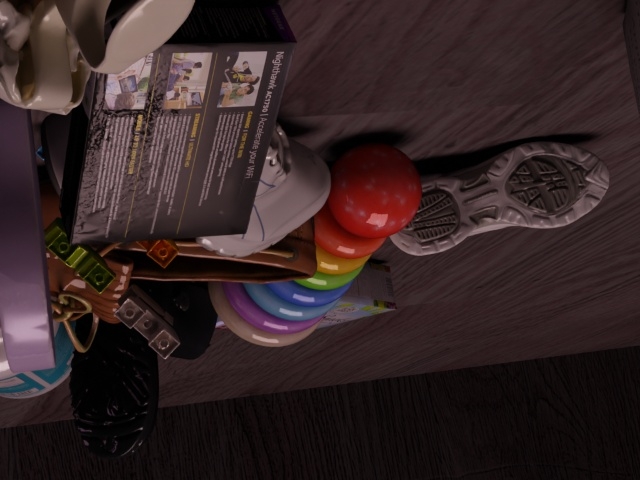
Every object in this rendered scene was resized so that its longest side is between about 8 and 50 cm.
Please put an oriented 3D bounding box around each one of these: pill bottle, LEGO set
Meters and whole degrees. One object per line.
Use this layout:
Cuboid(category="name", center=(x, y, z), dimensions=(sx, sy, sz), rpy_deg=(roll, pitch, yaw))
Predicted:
Cuboid(category="pill bottle", center=(-0.330, 0.078, 1.384), dimensions=(0.146, 0.146, 0.264), rpy_deg=(-9, 168, -4))
Cuboid(category="LEGO set", center=(-0.182, -0.018, 1.104), dimensions=(0.087, 0.227, 0.093), rpy_deg=(-45, -168, 7))

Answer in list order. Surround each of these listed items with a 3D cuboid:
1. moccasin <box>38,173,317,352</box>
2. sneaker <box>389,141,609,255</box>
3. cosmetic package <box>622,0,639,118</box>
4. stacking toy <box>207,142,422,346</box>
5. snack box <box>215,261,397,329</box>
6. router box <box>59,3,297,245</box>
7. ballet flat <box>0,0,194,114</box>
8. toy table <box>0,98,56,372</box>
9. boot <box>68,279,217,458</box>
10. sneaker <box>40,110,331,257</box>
Cuboid(category="moccasin", center=(-0.192, 0.017, 1.209), dimensions=(0.380, 0.147, 0.139), rpy_deg=(-6, 167, -16))
Cuboid(category="sneaker", center=(0.177, -0.050, 1.384), dimensions=(0.232, 0.090, 0.115), rpy_deg=(-11, -174, 1))
Cuboid(category="cosmetic package", center=(0.375, -0.080, 0.785), dimensions=(0.327, 0.330, 0.394), rpy_deg=(-10, 168, 8))
Cuboid(category="stacking toy", center=(0.000, 0.000, 1.346), dimensions=(0.141, 0.141, 0.330), rpy_deg=(-4, 162, -25))
Cuboid(category="snack box", center=(-0.024, 0.073, 1.776), dimensions=(0.174, 0.070, 0.207), rpy_deg=(-16, 167, 27))
Cuboid(category="router box", center=(-0.101, -0.076, 0.913), dimensions=(0.133, 0.046, 0.179), rpy_deg=(-4, 136, -23))
Cuboid(category="ballet flat", center=(-0.142, -0.127, 0.719), dimensions=(0.095, 0.096, 0.280), rpy_deg=(1, 164, -44))
Cuboid(category="toy table", center=(-0.257, -0.016, 0.850), dimensions=(0.160, 0.252, 0.274), rpy_deg=(-6, -164, -10))
Cuboid(category="boot", center=(-0.175, 0.110, 1.428), dimensions=(0.094, 0.247, 0.207), rpy_deg=(-15, 164, 22))
Cuboid(category="sneaker", center=(-0.075, -0.061, 1.060), dimensions=(0.129, 0.111, 0.297), rpy_deg=(-27, 162, 31))
